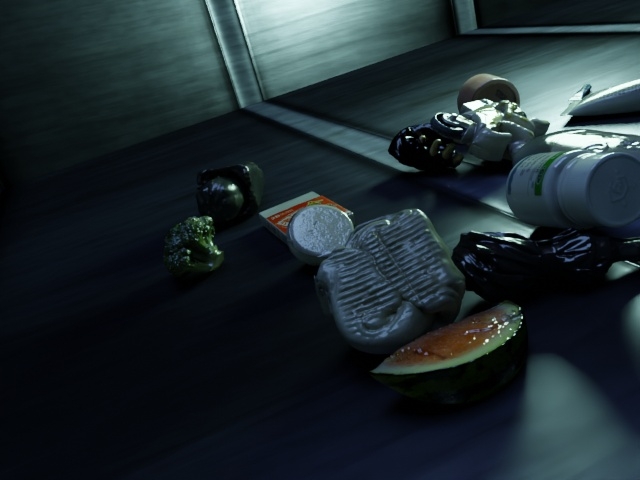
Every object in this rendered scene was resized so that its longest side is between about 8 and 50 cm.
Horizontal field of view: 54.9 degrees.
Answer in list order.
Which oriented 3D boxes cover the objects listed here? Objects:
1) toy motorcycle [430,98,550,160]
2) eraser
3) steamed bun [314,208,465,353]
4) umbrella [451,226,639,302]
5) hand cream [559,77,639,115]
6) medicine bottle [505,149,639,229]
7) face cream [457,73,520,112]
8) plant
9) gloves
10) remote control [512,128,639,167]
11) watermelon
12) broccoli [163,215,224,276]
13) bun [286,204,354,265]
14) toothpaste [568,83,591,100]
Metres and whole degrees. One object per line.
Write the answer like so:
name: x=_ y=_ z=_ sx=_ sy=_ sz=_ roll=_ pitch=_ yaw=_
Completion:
toy motorcycle: x=0.437 y=-0.267 z=1.502 sx=0.341 sy=0.107 sz=0.223 roll=-20 pitch=48 yaw=-39
eraser: x=-0.038 y=-0.051 z=1.459 sx=0.157 sy=0.038 sz=0.230 roll=-23 pitch=25 yaw=-16
steamed bun: x=0.105 y=0.079 z=0.945 sx=0.211 sy=0.144 sz=0.218 roll=-26 pitch=56 yaw=-8
umbrella: x=0.373 y=0.027 z=0.956 sx=0.340 sy=0.118 sz=0.118 roll=-6 pitch=24 yaw=2
hand cream: x=0.785 y=-0.368 z=1.581 sx=0.314 sy=0.089 sz=0.140 roll=0 pitch=27 yaw=43
medicine bottle: x=0.426 y=-0.086 z=1.040 sx=0.139 sy=0.139 sz=0.237 roll=-20 pitch=7 yaw=-8
face cream: x=0.476 y=-0.392 z=1.751 sx=0.149 sy=0.149 sz=0.104 roll=-17 pitch=24 yaw=-2
plant: x=-0.241 y=-0.137 z=1.658 sx=0.165 sy=0.141 sz=0.256 roll=-6 pitch=21 yaw=19
gloves: x=0.283 y=-0.230 z=1.557 sx=0.164 sy=0.124 sz=0.203 roll=-31 pitch=43 yaw=-10
remote control: x=0.543 y=-0.161 z=1.245 sx=0.221 sy=0.103 sz=0.332 roll=-21 pitch=22 yaw=-21
watermelon: x=0.188 y=0.147 z=0.810 sx=0.245 sy=0.063 sz=0.119 roll=-24 pitch=30 yaw=-22
broccoli: x=-0.286 y=0.019 z=1.360 sx=0.138 sy=0.145 sz=0.162 roll=25 pitch=19 yaw=12
bun: x=0.000 y=0.000 z=1.255 sx=0.138 sy=0.094 sz=0.138 roll=0 pitch=57 yaw=0
toothpaste: x=0.775 y=-0.438 z=1.825 sx=0.037 sy=0.021 sz=0.140 roll=6 pitch=33 yaw=40
